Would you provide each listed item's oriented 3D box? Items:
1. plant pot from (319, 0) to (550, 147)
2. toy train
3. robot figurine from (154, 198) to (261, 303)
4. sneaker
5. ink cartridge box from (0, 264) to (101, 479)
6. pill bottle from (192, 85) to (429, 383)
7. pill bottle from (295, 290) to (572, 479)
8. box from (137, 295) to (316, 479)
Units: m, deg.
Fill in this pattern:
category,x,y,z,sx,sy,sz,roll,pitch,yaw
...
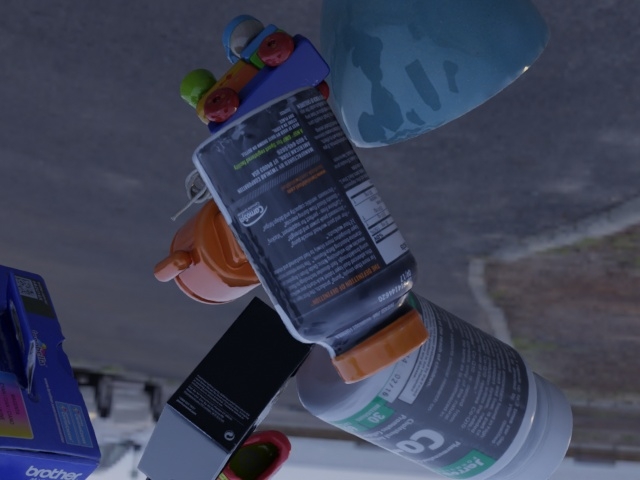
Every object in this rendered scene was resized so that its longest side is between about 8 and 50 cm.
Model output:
category,x,y,z,sx,sy,sz,roll,pitch,yaw
plant pot,0.112,-0.278,1.474,0.290,0.290,0.195,-8,120,48
toy train,-0.119,-0.148,1.356,0.143,0.248,0.105,41,176,44
robot figurine,-0.120,0.012,1.531,0.128,0.158,0.219,37,154,-11
sneaker,-0.161,0.344,1.678,0.279,0.107,0.118,-31,174,-29
ink cartridge box,-0.398,0.203,1.281,0.395,0.270,0.151,-45,140,22
pill bottle,0.000,0.000,1.031,0.130,0.246,0.130,-29,180,0
pill bottle,0.161,0.204,1.598,0.361,0.204,0.204,29,157,-30
box,-0.123,0.211,1.486,0.103,0.184,0.261,39,148,5
